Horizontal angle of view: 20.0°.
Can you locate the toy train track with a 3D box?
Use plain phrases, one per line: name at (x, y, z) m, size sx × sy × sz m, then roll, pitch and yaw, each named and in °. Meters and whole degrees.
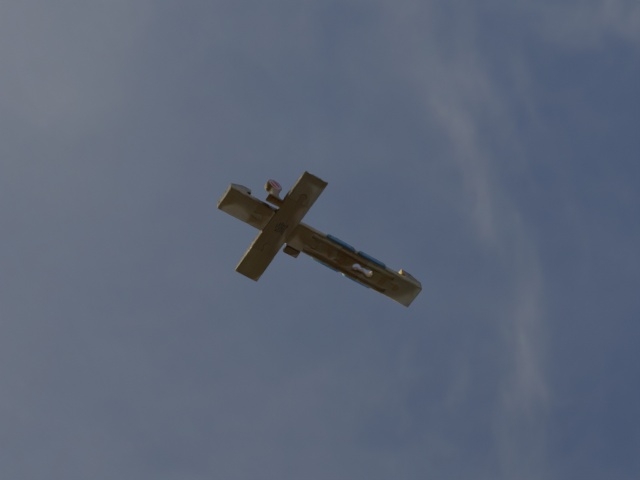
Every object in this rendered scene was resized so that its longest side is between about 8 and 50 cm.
toy train track at (0.000, 0.000, 0.661) m, size 0.083 × 0.014 × 0.048 m, roll 28°, pitch -65°, yaw -20°
